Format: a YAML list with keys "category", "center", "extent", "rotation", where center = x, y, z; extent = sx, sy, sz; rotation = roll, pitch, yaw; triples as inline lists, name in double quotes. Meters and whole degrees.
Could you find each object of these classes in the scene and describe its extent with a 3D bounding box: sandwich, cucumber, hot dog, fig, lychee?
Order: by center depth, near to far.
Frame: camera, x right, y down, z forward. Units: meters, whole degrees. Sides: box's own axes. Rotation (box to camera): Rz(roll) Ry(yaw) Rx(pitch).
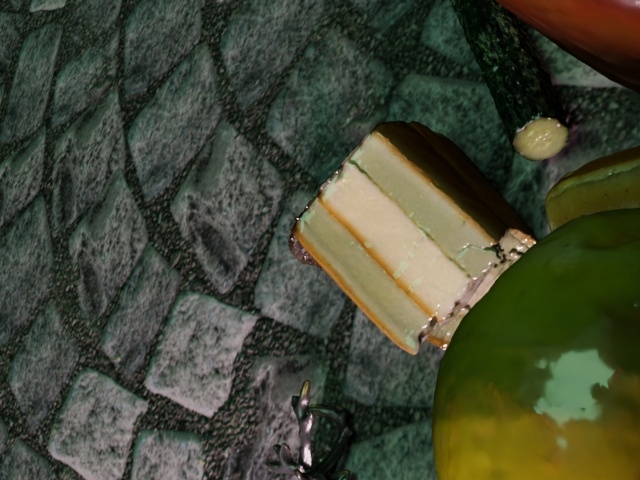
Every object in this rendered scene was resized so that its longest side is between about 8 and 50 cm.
- category: "fig"
  center: [0.226, 0.142, 0.812]
  extent: [0.343, 0.343, 0.343]
  rotation: [-25, 55, 41]
- category: "hot dog"
  center: [0.336, -0.046, 0.914]
  extent: [0.337, 0.135, 0.100]
  rotation: [-16, 82, 45]
- category: "sandwich"
  center: [0.114, -0.001, 1.171]
  extent: [0.198, 0.227, 0.155]
  rotation: [45, 109, 12]
- category: "cucumber"
  center: [0.189, -0.204, 1.210]
  extent: [0.067, 0.067, 0.293]
  rotation: [-42, 43, 29]
- category: "lychee"
  center: [0.000, 0.000, 1.327]
  extent: [0.067, 0.068, 0.083]
  rotation: [60, 150, -2]

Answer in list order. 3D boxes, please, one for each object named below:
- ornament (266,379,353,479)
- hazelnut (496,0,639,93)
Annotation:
- category: "ornament"
  center: [0.032, 0.239, 1.164]
  extent: [0.202, 0.080, 0.236]
  rotation: [-46, 43, 30]
- category: "hazelnut"
  center: [0.270, -0.271, 0.811]
  extent: [0.421, 0.421, 0.352]
  rotation: [-122, 35, -46]
